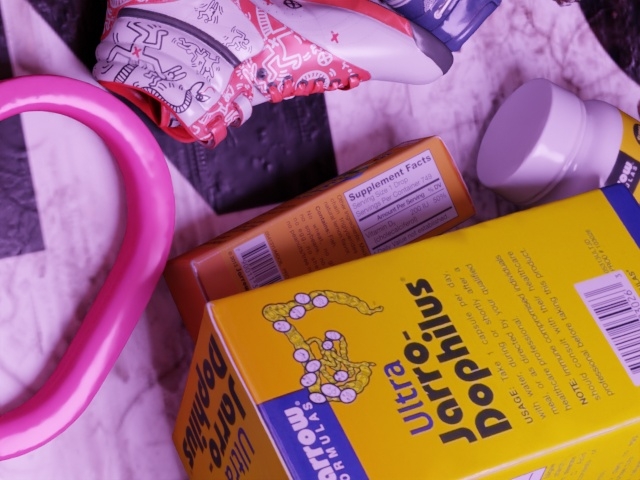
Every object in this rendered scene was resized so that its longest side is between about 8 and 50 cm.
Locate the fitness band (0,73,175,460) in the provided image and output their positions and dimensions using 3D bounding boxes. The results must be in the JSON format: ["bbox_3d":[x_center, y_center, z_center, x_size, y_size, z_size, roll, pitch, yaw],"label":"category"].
[{"bbox_3d":[-0.225,0.018,1.377,0.209,0.054,0.291,33,79,-21],"label":"fitness band"}]

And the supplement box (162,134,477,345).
[{"bbox_3d":[0.000,0.000,1.465,0.233,0.078,0.080,-26,98,-22],"label":"supplement box"}]

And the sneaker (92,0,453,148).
[{"bbox_3d":[-0.039,-0.128,1.441,0.270,0.090,0.145,20,83,-20],"label":"sneaker"}]

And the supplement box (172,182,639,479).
[{"bbox_3d":[0.097,0.125,1.408,0.356,0.194,0.195,-16,59,-23],"label":"supplement box"}]

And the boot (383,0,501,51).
[{"bbox_3d":[0.126,-0.246,1.531,0.086,0.069,0.190,40,83,-27],"label":"boot"}]

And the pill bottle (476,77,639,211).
[{"bbox_3d":[0.237,-0.040,1.548,0.208,0.119,0.119,28,80,-22],"label":"pill bottle"}]
